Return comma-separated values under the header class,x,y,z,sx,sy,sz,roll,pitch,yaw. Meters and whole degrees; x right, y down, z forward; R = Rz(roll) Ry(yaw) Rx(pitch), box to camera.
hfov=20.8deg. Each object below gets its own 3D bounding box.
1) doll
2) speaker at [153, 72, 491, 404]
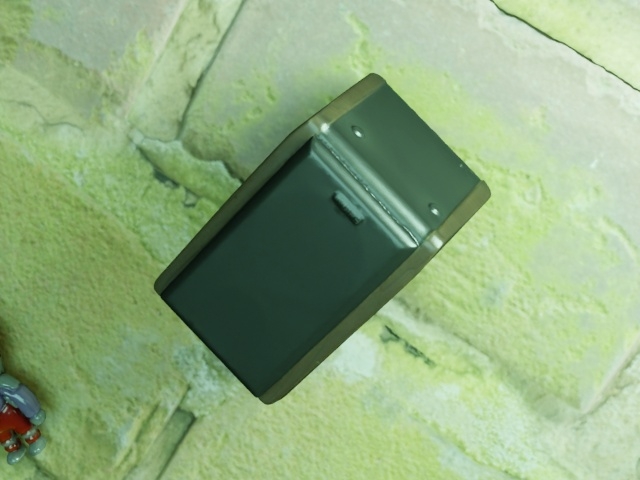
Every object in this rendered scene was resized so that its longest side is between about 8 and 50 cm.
class,x,y,z,sx,sy,sz,roll,pitch,yaw
doll,-0.346,0.118,1.694,0.102,0.075,0.227,-23,108,31
speaker,0.000,0.000,1.496,0.153,0.192,0.231,46,116,1
